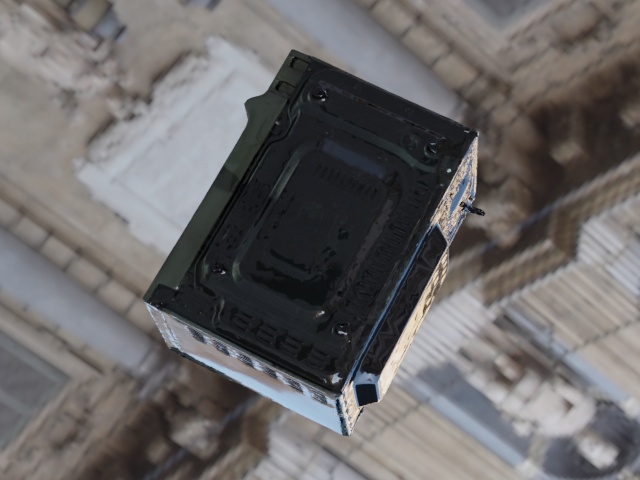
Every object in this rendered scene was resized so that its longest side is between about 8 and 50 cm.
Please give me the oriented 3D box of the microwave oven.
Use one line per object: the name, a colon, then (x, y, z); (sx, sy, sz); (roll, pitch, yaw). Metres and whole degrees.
microwave oven: (0.000, 0.000, 1.735); (0.355, 0.286, 0.218); (-60, 166, -17)
